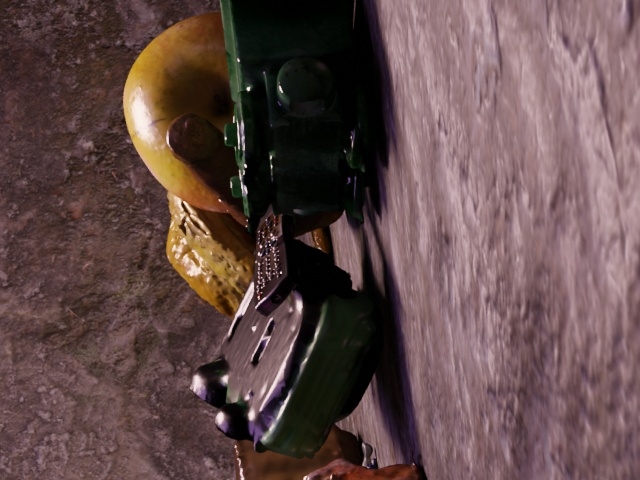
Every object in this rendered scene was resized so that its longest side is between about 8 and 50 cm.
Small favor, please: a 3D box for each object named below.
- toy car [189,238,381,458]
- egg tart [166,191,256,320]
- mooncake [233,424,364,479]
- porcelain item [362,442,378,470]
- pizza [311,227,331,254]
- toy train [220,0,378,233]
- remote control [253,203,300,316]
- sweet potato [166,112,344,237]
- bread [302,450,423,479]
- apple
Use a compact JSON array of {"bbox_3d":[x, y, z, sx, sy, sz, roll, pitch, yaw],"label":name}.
[{"bbox_3d":[-0.020,0.121,1.427,0.213,0.176,0.359,-65,17,2],"label":"toy car"},{"bbox_3d":[-0.121,0.043,2.037,0.339,0.153,0.351,52,-172,9],"label":"egg tart"},{"bbox_3d":[-0.016,0.425,1.848,0.324,0.187,0.323,172,90,-88],"label":"mooncake"},{"bbox_3d":[0.063,0.300,1.640,0.136,0.021,0.075,96,166,-73],"label":"porcelain item"},{"bbox_3d":[0.000,0.000,1.975,0.108,0.026,0.123,83,175,-47],"label":"pizza"},{"bbox_3d":[-0.024,-0.128,1.251,0.266,0.145,0.201,92,172,-68],"label":"toy train"},{"bbox_3d":[-0.046,0.009,1.333,0.028,0.059,0.212,39,-159,-20],"label":"remote control"},{"bbox_3d":[-0.072,-0.062,1.480,0.385,0.109,0.109,16,-116,-62],"label":"sweet potato"},{"bbox_3d":[0.049,0.325,1.202,0.190,0.123,0.244,-146,50,-87],"label":"bread"},{"bbox_3d":[-0.128,-0.173,1.729,0.233,0.286,0.285,-7,-90,-86],"label":"apple"}]
